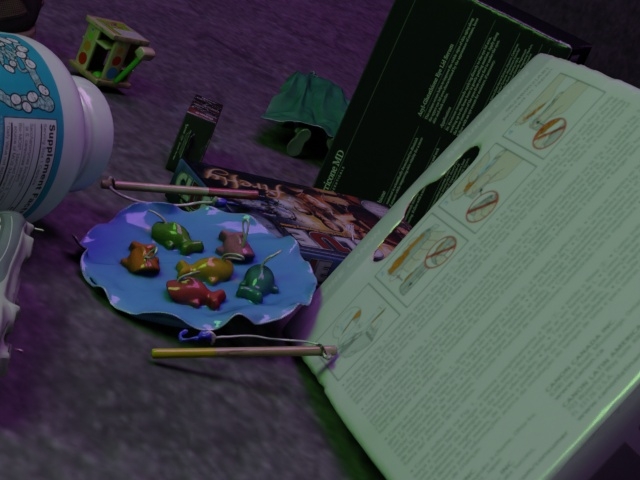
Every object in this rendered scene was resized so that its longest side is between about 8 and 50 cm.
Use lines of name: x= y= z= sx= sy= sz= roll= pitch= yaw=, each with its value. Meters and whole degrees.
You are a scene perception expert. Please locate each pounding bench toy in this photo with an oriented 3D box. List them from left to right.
pounding bench toy: x=-0.218 y=-0.190 z=1.532 sx=0.083 sy=0.065 sz=0.052 roll=37 pitch=21 yaw=35

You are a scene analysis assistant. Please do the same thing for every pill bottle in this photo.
pill bottle: x=-0.270 y=-0.079 z=1.020 sx=0.146 sy=0.146 sz=0.264 roll=34 pitch=20 yaw=29

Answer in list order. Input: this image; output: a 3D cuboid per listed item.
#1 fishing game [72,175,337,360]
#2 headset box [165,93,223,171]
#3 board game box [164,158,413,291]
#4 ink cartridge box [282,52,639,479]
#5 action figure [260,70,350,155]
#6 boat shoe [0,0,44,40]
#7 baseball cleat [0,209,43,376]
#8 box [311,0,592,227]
fishing game: x=-0.094 y=0.009 z=1.105 sx=0.189 sy=0.041 sz=0.264 roll=3 pitch=29 yaw=-15
headset box: x=-0.123 y=-0.101 z=1.405 sx=0.032 sy=0.062 sz=0.083 roll=22 pitch=19 yaw=-4
board game box: x=0.000 y=0.000 z=1.308 sx=0.243 sy=0.042 sz=0.165 roll=11 pitch=22 yaw=-36
ink cartridge box: x=0.150 y=0.041 z=0.975 sx=0.091 sy=0.308 sz=0.385 roll=42 pitch=1 yaw=-24
action figure: x=-0.006 y=-0.153 z=1.701 sx=0.137 sy=0.063 sz=0.232 roll=19 pitch=22 yaw=-9
boat shoe: x=-0.391 y=-0.250 z=1.373 sx=0.132 sy=0.130 sz=0.355 roll=29 pitch=18 yaw=16
baseball cleat: x=-0.234 y=0.024 z=0.898 sx=0.109 sy=0.072 sz=0.206 roll=13 pitch=16 yaw=-13
box: x=0.128 y=-0.117 z=1.448 sx=0.184 sy=0.261 sz=0.103 roll=30 pitch=19 yaw=15
